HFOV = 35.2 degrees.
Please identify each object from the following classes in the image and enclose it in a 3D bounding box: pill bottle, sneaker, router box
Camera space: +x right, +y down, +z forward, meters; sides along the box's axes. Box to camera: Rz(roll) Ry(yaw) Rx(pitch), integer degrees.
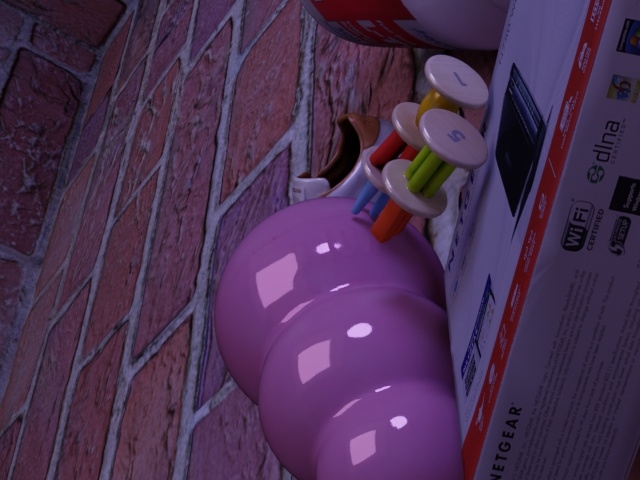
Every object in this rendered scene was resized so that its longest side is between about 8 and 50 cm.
[{"bbox_3d":[0.129,-0.301,0.979,0.229,0.229,0.407,-63,23,1],"label":"pill bottle"},{"bbox_3d":[0.000,0.000,1.073,0.106,0.123,0.290,15,81,64],"label":"sneaker"},{"bbox_3d":[0.156,-0.057,0.614,0.301,0.082,0.336,-80,0,-68],"label":"router box"}]

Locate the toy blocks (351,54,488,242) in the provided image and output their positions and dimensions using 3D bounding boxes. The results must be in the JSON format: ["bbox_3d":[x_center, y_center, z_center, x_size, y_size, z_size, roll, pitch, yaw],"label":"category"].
[{"bbox_3d":[0.062,-0.047,0.744,0.148,0.054,0.123,-55,16,41],"label":"toy blocks"}]

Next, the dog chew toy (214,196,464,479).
[{"bbox_3d":[0.033,0.109,0.807,0.207,0.206,0.332,-54,32,20],"label":"dog chew toy"}]
